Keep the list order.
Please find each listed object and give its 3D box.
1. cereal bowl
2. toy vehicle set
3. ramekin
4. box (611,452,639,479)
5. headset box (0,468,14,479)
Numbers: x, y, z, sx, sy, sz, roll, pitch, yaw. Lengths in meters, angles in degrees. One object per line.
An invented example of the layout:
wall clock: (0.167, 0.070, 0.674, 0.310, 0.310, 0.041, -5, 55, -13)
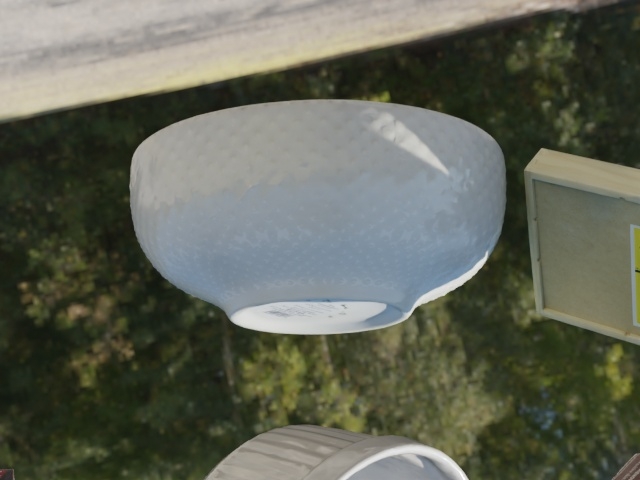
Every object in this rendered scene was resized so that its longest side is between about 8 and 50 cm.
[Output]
cereal bowl: (0.000, 0.000, 1.067, 0.338, 0.141, 0.339, -2, 165, 0)
toy vehicle set: (0.303, 0.026, 1.021, 0.266, 0.166, 0.035, 17, -135, 32)
ramekin: (-0.002, 0.213, 0.754, 0.207, 0.207, 0.109, -16, -160, -42)
box: (0.415, 0.360, 1.342, 0.203, 0.168, 0.167, 3, -155, 45)
headset box: (-0.269, 0.215, 0.937, 0.062, 0.083, 0.032, -1, 138, -13)
